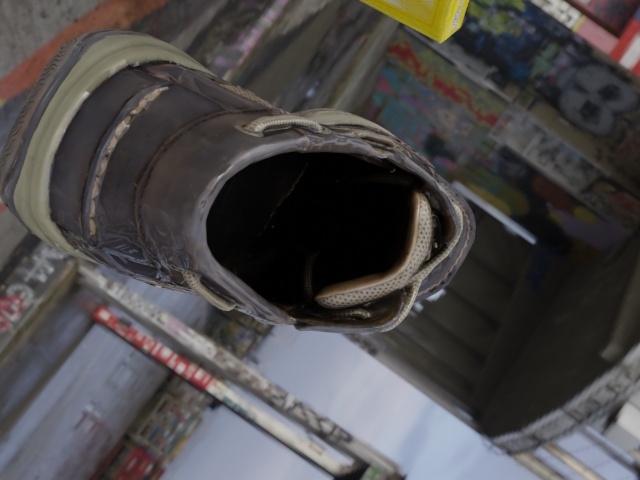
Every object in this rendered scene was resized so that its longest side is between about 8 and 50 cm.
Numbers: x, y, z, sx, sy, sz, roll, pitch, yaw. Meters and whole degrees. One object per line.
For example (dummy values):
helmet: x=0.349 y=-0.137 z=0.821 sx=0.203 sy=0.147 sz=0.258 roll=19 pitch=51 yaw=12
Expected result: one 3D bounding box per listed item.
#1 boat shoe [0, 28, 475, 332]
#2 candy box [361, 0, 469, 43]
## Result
boat shoe: x=0.000 y=0.000 z=0.547 sx=0.355 sy=0.130 sz=0.132 roll=9 pitch=109 yaw=-56
candy box: x=-0.015 y=-0.180 z=0.472 sx=0.027 sy=0.206 sz=0.105 roll=-47 pitch=160 yaw=-36
